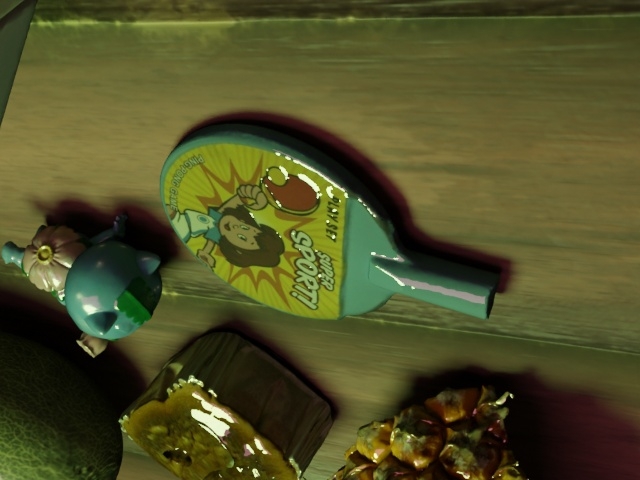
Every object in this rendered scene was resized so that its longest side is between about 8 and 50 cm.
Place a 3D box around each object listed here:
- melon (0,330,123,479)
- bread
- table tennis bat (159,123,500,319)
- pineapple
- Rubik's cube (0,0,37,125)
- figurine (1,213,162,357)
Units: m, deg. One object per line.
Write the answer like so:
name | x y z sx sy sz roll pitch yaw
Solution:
melon | -0.391 0.235 1.211 0.301 0.237 0.238 25 139 12
bread | -0.110 0.213 1.125 0.192 0.110 0.209 43 138 -13
table tennis bat | 0.000 0.000 0.904 0.329 0.044 0.215 19 137 15
pineapple | 0.090 0.340 0.968 0.208 0.286 0.344 -2 135 -1
Rubik's cube | -0.378 -0.193 0.679 0.358 0.368 0.387 24 136 8
figurine | -0.240 0.045 1.045 0.178 0.114 0.145 25 148 23
